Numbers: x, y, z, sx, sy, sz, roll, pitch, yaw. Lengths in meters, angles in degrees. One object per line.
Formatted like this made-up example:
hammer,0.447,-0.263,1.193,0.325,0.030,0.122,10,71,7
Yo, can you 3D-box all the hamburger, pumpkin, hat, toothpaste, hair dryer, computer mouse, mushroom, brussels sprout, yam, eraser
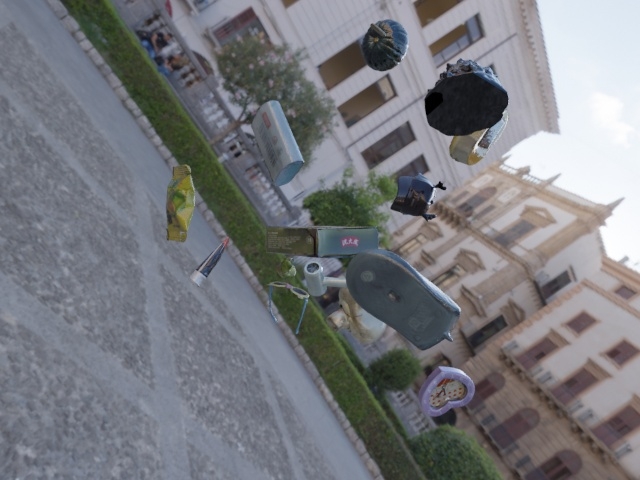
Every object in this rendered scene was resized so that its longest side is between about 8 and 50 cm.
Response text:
hamburger,0.665,-0.468,2.031,0.151,0.295,0.227,44,11,26
pumpkin,0.286,-0.870,2.114,0.162,0.220,0.220,5,44,-53
hat,0.521,-0.217,2.475,0.209,0.238,0.336,26,20,29
toothpaste,-0.364,0.066,1.590,0.045,0.193,0.071,36,-22,-1
hair dryer,0.061,0.147,1.705,0.131,0.237,0.073,81,21,-47
computer mouse,0.242,0.165,1.390,0.371,0.188,0.122,40,17,4
mushroom,0.136,0.300,1.924,0.253,0.235,0.260,87,-19,-51
brussels sprout,-0.093,0.073,1.278,0.046,0.051,0.083,57,-15,28
yam,0.234,-0.852,1.920,0.116,0.021,0.021,60,2,41
eraser,-0.145,-0.315,1.552,0.226,0.081,0.174,67,-27,12

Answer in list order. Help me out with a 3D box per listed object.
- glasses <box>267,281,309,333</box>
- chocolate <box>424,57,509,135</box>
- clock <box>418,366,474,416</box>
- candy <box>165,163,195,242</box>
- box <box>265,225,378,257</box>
glasses,-0.137,0.280,2.067,0.190,0.088,0.220,18,-55,25
chocolate,0.398,-0.425,1.327,0.224,0.206,0.176,21,55,-21
clock,0.426,0.507,1.640,0.064,0.198,0.172,-128,-162,-70
candy,-0.541,-0.143,1.818,0.187,0.081,0.297,5,-87,51
box,0.000,0.000,2.254,0.420,0.373,0.138,3,-87,51
